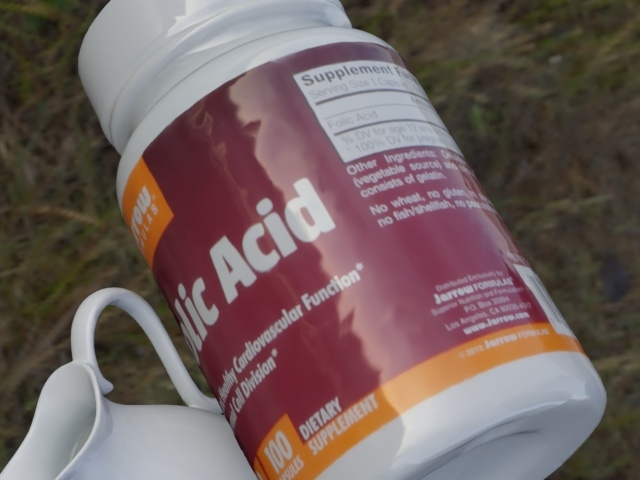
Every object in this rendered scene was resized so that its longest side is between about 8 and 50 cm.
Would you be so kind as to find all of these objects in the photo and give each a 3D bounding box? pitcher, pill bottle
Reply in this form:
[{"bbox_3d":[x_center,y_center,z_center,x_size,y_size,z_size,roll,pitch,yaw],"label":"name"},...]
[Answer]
[{"bbox_3d":[-0.105,0.144,1.214,0.207,0.125,0.177,31,66,-35],"label":"pitcher"},{"bbox_3d":[0.000,0.000,1.174,0.224,0.224,0.392,5,49,-52],"label":"pill bottle"}]
